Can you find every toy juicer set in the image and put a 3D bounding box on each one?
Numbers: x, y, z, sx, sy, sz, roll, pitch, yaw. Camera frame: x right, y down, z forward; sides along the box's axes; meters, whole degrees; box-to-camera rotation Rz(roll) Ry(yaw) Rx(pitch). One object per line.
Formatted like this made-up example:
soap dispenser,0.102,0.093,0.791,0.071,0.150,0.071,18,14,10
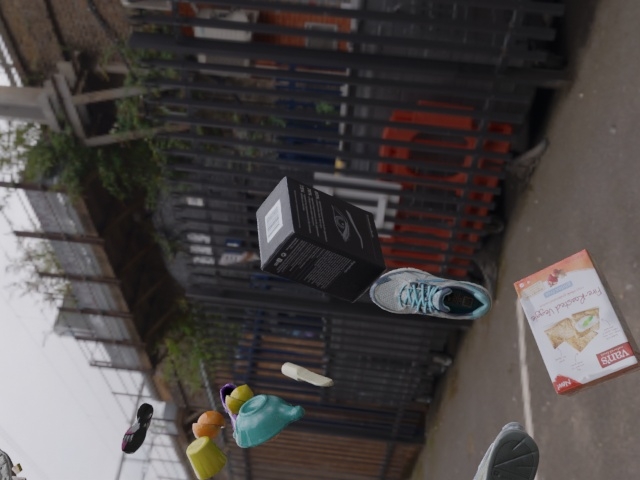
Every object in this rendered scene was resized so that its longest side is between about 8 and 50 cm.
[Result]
toy juicer set,-0.122,0.361,1.502,0.089,0.329,0.209,61,177,-15

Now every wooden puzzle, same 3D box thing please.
wooden puzzle,-0.562,0.479,1.361,0.078,0.014,0.116,-24,89,49

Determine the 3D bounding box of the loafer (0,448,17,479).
loafer,-0.854,0.604,1.881,0.112,0.319,0.111,-41,-54,-21

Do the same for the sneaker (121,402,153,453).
sneaker,-0.621,0.655,2.472,0.077,0.072,0.178,108,-173,-58

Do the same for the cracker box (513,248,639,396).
cracker box,0.479,0.155,1.343,0.067,0.155,0.232,22,-136,-49

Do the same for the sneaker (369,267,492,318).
sneaker,0.254,0.123,1.642,0.122,0.283,0.110,4,-90,-84

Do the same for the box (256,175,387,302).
box,0.000,0.000,1.304,0.108,0.207,0.153,-48,33,32

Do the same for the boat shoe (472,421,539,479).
boat shoe,0.333,0.509,1.387,0.103,0.118,0.320,-5,-68,-79

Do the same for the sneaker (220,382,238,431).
sneaker,-0.260,0.549,2.299,0.236,0.095,0.104,52,170,42
